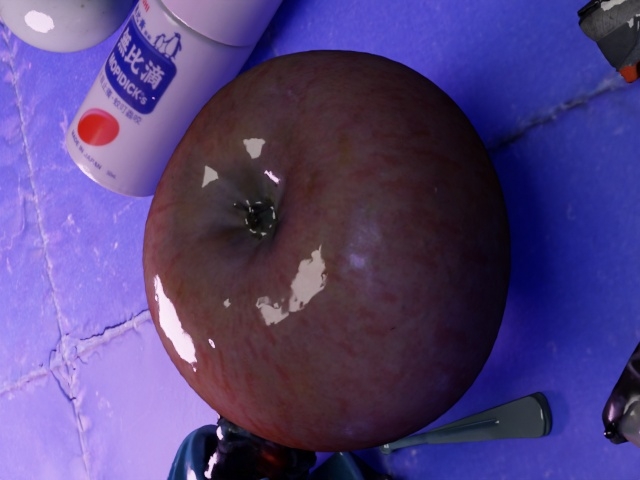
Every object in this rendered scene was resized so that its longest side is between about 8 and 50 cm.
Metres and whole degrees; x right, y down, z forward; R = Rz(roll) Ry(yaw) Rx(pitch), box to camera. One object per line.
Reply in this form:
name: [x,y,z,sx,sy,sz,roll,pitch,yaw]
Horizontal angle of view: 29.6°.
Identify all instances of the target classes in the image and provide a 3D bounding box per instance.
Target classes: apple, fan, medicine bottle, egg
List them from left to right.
egg: [-0.303,-0.298,1.436,0.192,0.149,0.150,7,94,39]
medicine bottle: [-0.144,-0.207,1.290,0.341,0.130,0.130,-52,56,31]
apple: [0.000,0.000,1.002,0.344,0.269,0.345,-4,71,12]
fan: [0.126,0.173,1.091,0.193,0.016,0.038,-22,76,42]

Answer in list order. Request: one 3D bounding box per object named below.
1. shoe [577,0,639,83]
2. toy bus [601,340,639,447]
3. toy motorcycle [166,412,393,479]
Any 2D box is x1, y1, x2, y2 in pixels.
shoe: [0.288,-0.181,0.905,0.194,0.074,0.077,-23,97,40]
toy bus: [0.350,-0.001,0.772,0.162,0.171,0.386,35,113,29]
toy motorcycle: [-0.028,0.320,1.158,0.232,0.172,0.416,-33,77,48]
